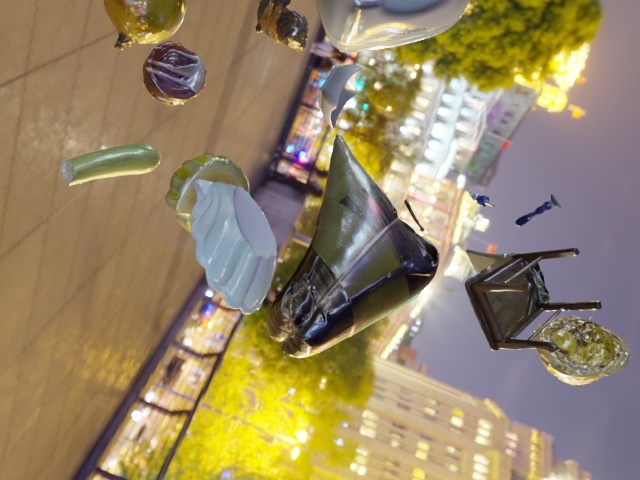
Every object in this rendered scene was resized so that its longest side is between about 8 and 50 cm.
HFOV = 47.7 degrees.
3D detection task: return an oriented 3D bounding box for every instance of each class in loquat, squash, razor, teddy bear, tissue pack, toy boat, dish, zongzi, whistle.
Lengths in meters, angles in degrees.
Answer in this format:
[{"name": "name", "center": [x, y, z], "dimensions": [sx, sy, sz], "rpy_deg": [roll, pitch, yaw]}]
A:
[{"name": "loquat", "center": [-0.460, -0.598, 1.873], "dimensions": [0.246, 0.213, 0.213], "rpy_deg": [-62, -179, -2]}, {"name": "squash", "center": [-0.524, -0.194, 1.832], "dimensions": [0.250, 0.083, 0.083], "rpy_deg": [-16, 149, -30]}, {"name": "razor", "center": [0.578, -0.072, 1.949], "dimensions": [0.154, 0.044, 0.028], "rpy_deg": [-28, 172, -21]}, {"name": "teddy bear", "center": [-0.107, -0.645, 2.155], "dimensions": [0.140, 0.190, 0.177], "rpy_deg": [-35, 138, -17]}, {"name": "tissue pack", "center": [0.151, -0.549, 1.601], "dimensions": [0.236, 0.333, 0.229], "rpy_deg": [128, -54, -71]}, {"name": "toy boat", "center": [-0.162, -0.002, 1.432], "dimensions": [0.100, 0.290, 0.199], "rpy_deg": [-32, 157, 23]}, {"name": "dish", "center": [0.048, -0.438, 2.149], "dimensions": [0.151, 0.077, 0.212], "rpy_deg": [-58, 176, -8]}, {"name": "zongzi", "center": [0.000, 0.000, 1.176], "dimensions": [0.289, 0.317, 0.154], "rpy_deg": [-24, 166, -31]}, {"name": "whistle", "center": [0.423, -0.107, 1.903], "dimensions": [0.083, 0.033, 0.029], "rpy_deg": [33, -87, 45]}]

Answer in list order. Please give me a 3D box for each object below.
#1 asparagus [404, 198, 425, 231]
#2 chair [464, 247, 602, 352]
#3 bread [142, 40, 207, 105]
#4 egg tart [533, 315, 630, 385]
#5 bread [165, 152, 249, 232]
[{"name": "asparagus", "center": [0.291, -0.076, 2.253], "dimensions": [0.015, 0.018, 0.127], "rpy_deg": [64, 1, -61]}, {"name": "chair", "center": [0.368, 0.109, 1.447], "dimensions": [0.186, 0.160, 0.319], "rpy_deg": [-33, -167, -28]}, {"name": "bread", "center": [-0.372, -0.423, 1.847], "dimensions": [0.073, 0.160, 0.160], "rpy_deg": [-13, -129, 60]}, {"name": "egg tart", "center": [0.642, 0.281, 1.801], "dimensions": [0.252, 0.232, 0.098], "rpy_deg": [-46, 148, -52]}, {"name": "bread", "center": [-0.265, -0.110, 1.707], "dimensions": [0.105, 0.213, 0.213], "rpy_deg": [39, -68, 45]}]
